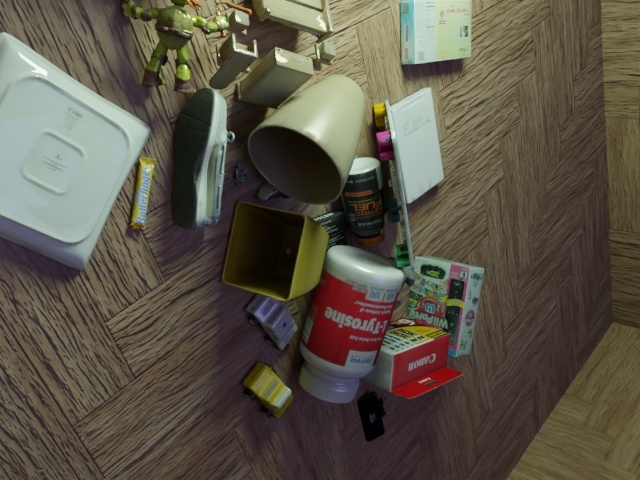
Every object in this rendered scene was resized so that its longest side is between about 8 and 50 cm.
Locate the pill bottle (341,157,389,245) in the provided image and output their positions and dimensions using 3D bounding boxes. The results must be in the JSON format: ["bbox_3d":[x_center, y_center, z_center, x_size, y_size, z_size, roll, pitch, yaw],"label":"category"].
[{"bbox_3d":[0.130,-0.109,1.810,0.130,0.130,0.246,-33,122,-36],"label":"pill bottle"}]

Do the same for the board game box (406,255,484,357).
[{"bbox_3d":[0.421,0.222,2.126,0.097,0.224,0.304,0,99,-47],"label":"board game box"}]

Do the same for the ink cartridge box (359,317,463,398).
[{"bbox_3d":[0.273,0.369,1.975,0.309,0.271,0.130,-9,107,-45],"label":"ink cartridge box"}]

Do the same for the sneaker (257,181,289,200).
[{"bbox_3d":[-0.097,-0.132,1.623,0.158,0.061,0.065,-36,130,-34],"label":"sneaker"}]

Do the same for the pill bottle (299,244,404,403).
[{"bbox_3d":[0.073,0.238,1.746,0.229,0.229,0.408,2,110,-46],"label":"pill bottle"}]

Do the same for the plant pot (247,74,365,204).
[{"bbox_3d":[0.000,-0.274,1.520,0.274,0.256,0.256,-58,134,-29],"label":"plant pot"}]

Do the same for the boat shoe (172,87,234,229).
[{"bbox_3d":[-0.261,-0.183,1.404,0.103,0.118,0.321,-7,109,-51],"label":"boat shoe"}]

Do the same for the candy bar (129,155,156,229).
[{"bbox_3d":[-0.391,-0.103,1.355,0.040,0.018,0.162,6,95,-46],"label":"candy bar"}]

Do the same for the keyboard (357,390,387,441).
[{"bbox_3d":[0.180,0.597,2.120,0.100,0.038,0.192,-21,118,-16],"label":"keyboard"}]

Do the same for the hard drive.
[{"bbox_3d":[0.312,-0.310,2.012,0.210,0.040,0.319,-35,123,-35],"label":"hard drive"}]

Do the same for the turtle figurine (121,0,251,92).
[{"bbox_3d":[-0.286,-0.419,1.268,0.269,0.087,0.218,8,112,-13],"label":"turtle figurine"}]

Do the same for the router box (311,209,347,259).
[{"bbox_3d":[0.000,0.000,1.764,0.178,0.046,0.133,-22,115,-41],"label":"router box"}]

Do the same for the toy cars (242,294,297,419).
[{"bbox_3d":[-0.121,0.324,1.690,0.176,0.087,0.394,-7,105,-45],"label":"toy cars"}]

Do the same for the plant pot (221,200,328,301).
[{"bbox_3d":[-0.096,0.030,1.573,0.187,0.212,0.212,9,94,-60],"label":"plant pot"}]

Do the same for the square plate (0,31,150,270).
[{"bbox_3d":[-0.523,-0.153,1.183,0.347,0.049,0.344,33,77,-45],"label":"square plate"}]

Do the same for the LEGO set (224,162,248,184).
[{"bbox_3d":[-0.208,-0.161,1.524,0.083,0.023,0.054,-21,115,-41],"label":"LEGO set"}]

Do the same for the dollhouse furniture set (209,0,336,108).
[{"bbox_3d":[-0.142,-0.525,1.490,0.303,0.173,0.356,5,68,-37],"label":"dollhouse furniture set"}]

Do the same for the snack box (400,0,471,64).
[{"bbox_3d":[0.376,-0.672,1.972,0.321,0.060,0.187,-20,114,-41],"label":"snack box"}]

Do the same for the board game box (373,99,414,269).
[{"bbox_3d":[0.207,-0.169,1.767,0.390,0.050,0.390,-83,163,-65],"label":"board game box"}]

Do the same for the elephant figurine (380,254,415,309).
[{"bbox_3d":[0.196,0.180,1.948,0.185,0.169,0.240,14,107,-19],"label":"elephant figurine"}]
